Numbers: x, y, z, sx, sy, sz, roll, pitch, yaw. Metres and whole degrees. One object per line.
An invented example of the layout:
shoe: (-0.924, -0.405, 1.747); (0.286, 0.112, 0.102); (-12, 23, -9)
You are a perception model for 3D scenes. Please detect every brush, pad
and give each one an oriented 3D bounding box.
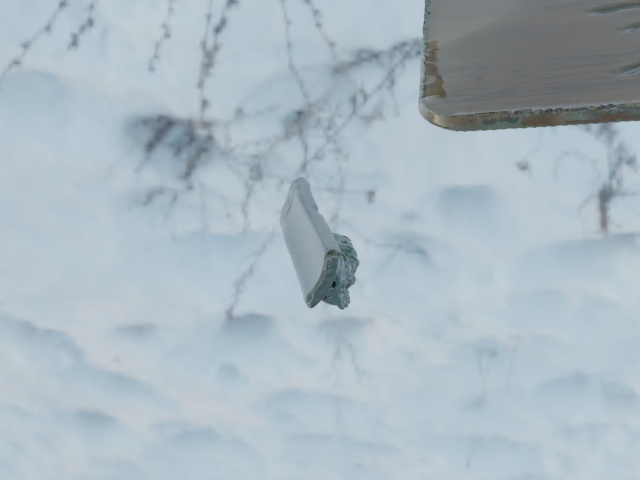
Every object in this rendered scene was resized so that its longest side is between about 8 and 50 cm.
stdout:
brush: (0.000, 0.000, 0.766); (0.027, 0.190, 0.034); (20, 100, -11)
pad: (0.199, -0.135, 0.768); (0.286, 0.284, 0.018); (-2, 122, 8)
